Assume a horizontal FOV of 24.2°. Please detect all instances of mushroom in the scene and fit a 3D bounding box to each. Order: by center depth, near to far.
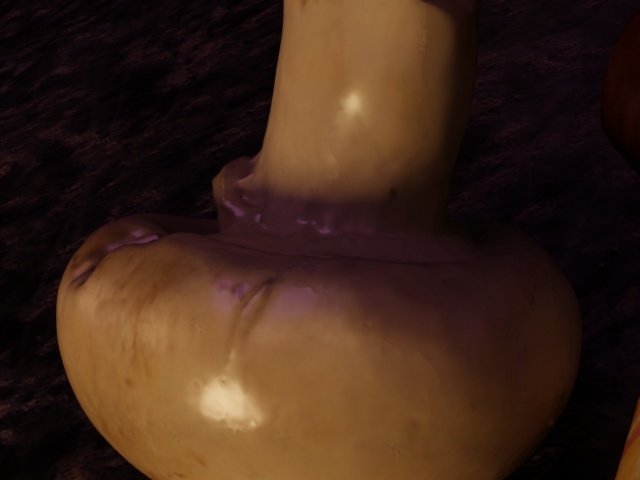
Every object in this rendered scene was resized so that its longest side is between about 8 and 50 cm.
[{"bbox_3d":[0.000,0.000,0.806,0.292,0.290,0.292,2,6,0],"label":"mushroom"}]

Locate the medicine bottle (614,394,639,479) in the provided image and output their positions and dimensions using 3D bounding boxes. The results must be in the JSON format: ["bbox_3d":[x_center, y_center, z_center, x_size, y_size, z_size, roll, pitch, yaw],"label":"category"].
[{"bbox_3d":[0.143,0.180,0.611,0.108,0.108,0.426,-8,34,32],"label":"medicine bottle"}]

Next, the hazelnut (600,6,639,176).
[{"bbox_3d":[0.252,-0.094,0.901,0.182,0.182,0.182,-21,29,12],"label":"hazelnut"}]
